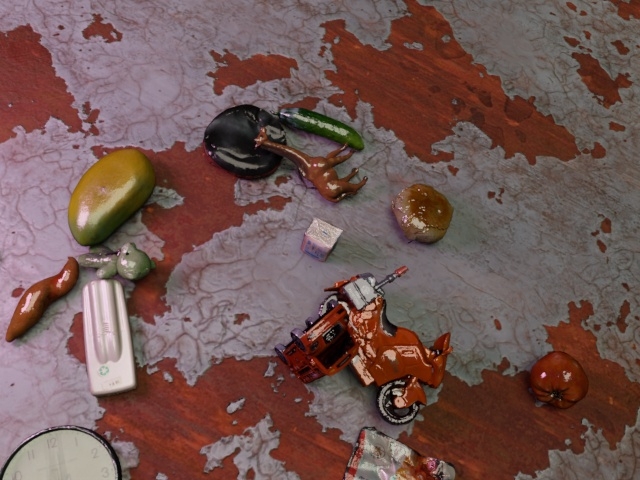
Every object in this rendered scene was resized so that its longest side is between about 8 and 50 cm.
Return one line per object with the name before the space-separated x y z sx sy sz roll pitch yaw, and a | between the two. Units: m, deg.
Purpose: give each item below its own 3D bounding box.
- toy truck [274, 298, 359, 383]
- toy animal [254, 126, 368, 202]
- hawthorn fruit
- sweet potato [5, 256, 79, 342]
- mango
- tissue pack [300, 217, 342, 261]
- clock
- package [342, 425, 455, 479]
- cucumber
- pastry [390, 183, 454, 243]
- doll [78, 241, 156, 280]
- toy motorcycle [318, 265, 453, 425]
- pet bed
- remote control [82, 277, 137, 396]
toy truck | -0.003 0.206 1.195 0.107 0.253 0.114 -37 85 -23
toy animal | -0.021 -0.186 1.425 0.229 0.066 0.224 -23 90 -24
hawthorn fruit | 0.525 0.305 1.360 0.125 0.125 0.140 0 36 -13
sweet potato | -0.553 0.114 1.209 0.055 0.058 0.202 28 64 22
mango | -0.452 -0.099 1.299 0.137 0.091 0.237 37 64 10
tissue pack | 0.000 0.000 1.363 0.074 0.094 0.059 29 66 2
clock | -0.472 0.444 1.104 0.214 0.042 0.215 5 68 -11
package | 0.164 0.494 1.238 0.232 0.040 0.166 25 66 -1
cucumber | -0.004 -0.282 1.494 0.250 0.056 0.056 19 66 -8
pastry | 0.244 -0.065 1.454 0.153 0.081 0.153 3 66 -8
doll | -0.418 0.037 1.247 0.150 0.078 0.115 10 23 11
toy motorcycle | 0.149 0.206 1.292 0.221 0.148 0.326 -31 79 -14
pet bed | -0.174 -0.231 1.438 0.201 0.053 0.201 4 69 -11
remote control | -0.423 0.188 1.213 0.090 0.049 0.230 -9 72 -14
